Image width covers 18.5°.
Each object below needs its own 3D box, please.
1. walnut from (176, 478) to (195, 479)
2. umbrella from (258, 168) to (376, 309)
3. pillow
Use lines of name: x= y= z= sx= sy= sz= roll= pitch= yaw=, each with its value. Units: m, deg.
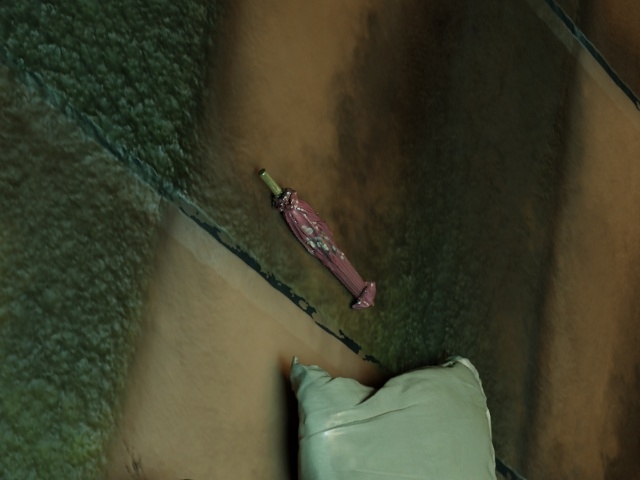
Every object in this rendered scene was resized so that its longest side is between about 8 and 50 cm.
walnut: x=-0.095 y=0.211 z=1.290 sx=0.124 sy=0.105 sz=0.105 roll=-20 pitch=96 yaw=-40
umbrella: x=0.000 y=0.000 z=1.550 sx=0.165 sy=0.025 sz=0.027 roll=50 pitch=21 yaw=-36
pillow: x=0.059 y=0.170 z=1.542 sx=0.270 sy=0.067 sz=0.173 roll=6 pitch=70 yaw=-54
